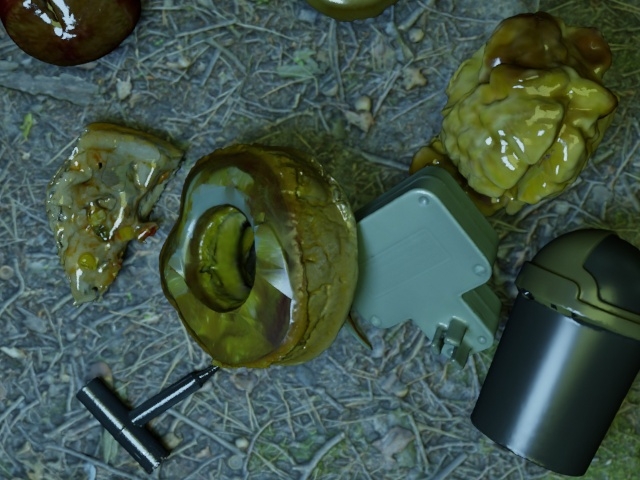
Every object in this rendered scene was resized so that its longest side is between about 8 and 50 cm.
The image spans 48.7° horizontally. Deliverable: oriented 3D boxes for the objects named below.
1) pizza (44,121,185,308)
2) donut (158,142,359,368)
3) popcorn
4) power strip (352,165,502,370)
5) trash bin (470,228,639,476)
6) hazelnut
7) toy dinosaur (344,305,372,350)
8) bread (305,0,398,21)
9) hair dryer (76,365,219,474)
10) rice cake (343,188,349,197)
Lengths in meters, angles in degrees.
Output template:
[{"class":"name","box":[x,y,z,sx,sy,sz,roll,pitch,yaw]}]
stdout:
[{"class":"pizza","box":[-0.344,-0.043,1.101,0.189,0.071,0.296,27,91,1]},{"class":"donut","box":[-0.104,0.023,1.009,0.330,0.160,0.329,-1,89,40]},{"class":"popcorn","box":[0.274,-0.156,0.998,0.225,0.264,0.332,37,115,-23]},{"class":"power strip","box":[0.144,0.061,1.009,0.230,0.141,0.261,-32,104,36]},{"class":"trash bin","box":[0.359,0.144,1.007,0.214,0.214,0.333,22,93,2]},{"class":"hazelnut","box":[-0.376,-0.357,1.068,0.204,0.178,0.177,-12,89,-3]},{"class":"toy dinosaur","box":[0.027,0.085,1.095,0.187,0.044,0.106,30,67,-20]},{"class":"bread","box":[0.050,-0.438,1.074,0.214,0.105,0.213,0,86,0]},{"class":"hair dryer","box":[-0.258,0.237,1.112,0.173,0.050,0.195,44,87,1]},{"class":"rice cake","box":[0.000,0.000,1.107,0.042,0.030,0.180,20,90,-15]}]
